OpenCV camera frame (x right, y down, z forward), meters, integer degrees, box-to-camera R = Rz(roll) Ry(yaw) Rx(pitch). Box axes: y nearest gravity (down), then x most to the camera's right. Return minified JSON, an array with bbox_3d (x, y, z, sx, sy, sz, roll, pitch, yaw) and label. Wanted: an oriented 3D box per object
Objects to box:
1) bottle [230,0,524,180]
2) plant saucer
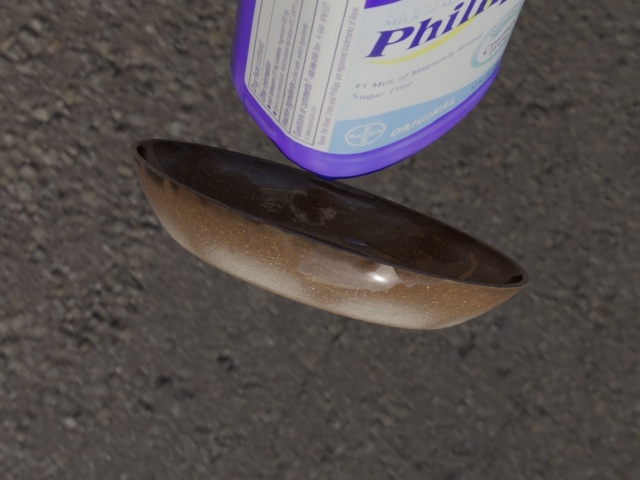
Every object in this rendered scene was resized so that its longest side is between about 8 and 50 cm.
[{"bbox_3d":[0.034,-0.130,0.551,0.118,0.092,0.283,-33,162,-22],"label":"bottle"},{"bbox_3d":[0.000,0.000,0.738,0.198,0.198,0.036,11,102,-41],"label":"plant saucer"}]
